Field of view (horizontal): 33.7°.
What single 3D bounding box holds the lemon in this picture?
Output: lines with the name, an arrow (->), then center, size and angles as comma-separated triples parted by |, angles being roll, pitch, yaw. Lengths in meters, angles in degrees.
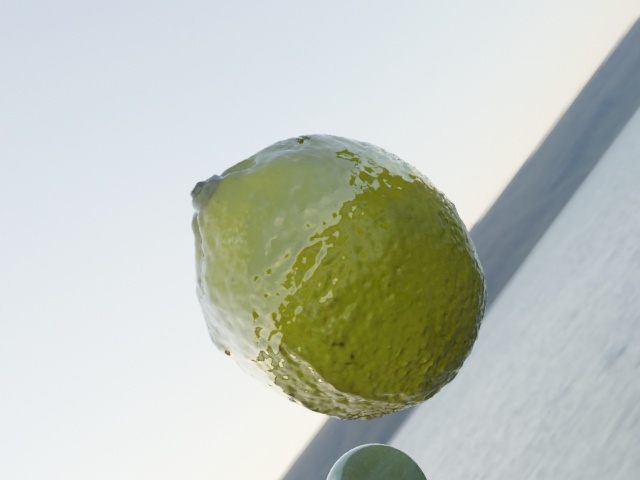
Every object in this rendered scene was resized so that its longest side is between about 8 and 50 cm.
lemon -> 0.015, 0.035, 1.031 | 0.268, 0.322, 0.268 | -39, 39, 42

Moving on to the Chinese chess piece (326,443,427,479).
Chinese chess piece -> 0.074, 0.336, 1.370 | 0.144, 0.144, 0.058 | -45, -7, -40
